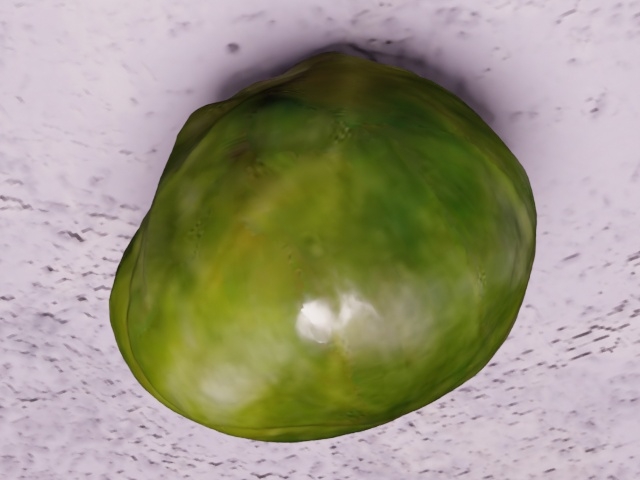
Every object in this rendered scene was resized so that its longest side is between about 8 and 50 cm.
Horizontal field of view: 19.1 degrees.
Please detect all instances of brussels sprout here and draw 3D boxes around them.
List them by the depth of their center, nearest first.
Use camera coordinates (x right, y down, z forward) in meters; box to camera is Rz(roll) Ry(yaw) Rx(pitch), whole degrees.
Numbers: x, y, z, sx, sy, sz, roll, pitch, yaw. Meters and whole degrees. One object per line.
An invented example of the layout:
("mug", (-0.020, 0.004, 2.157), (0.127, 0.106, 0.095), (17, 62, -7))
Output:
("brussels sprout", (0.004, 0.003, 0.740), (0.144, 0.180, 0.161), (38, 130, -16))
